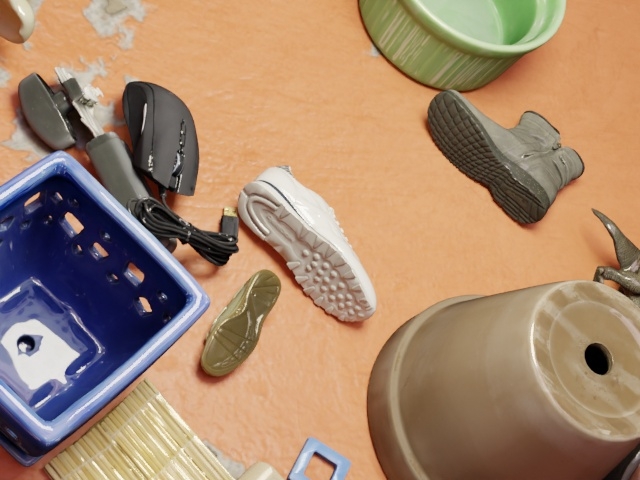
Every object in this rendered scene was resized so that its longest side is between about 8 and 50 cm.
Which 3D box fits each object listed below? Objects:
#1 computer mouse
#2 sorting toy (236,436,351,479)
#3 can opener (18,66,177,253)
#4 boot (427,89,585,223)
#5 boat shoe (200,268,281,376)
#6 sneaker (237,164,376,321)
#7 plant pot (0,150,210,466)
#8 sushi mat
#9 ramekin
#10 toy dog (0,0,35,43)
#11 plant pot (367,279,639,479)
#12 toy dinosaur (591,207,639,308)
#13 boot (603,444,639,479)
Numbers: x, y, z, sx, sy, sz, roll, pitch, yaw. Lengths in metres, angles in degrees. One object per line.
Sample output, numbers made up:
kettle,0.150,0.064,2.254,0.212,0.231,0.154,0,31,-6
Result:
computer mouse,-0.161,-0.093,1.299,0.184,0.060,0.262,33,33,-40
sorting toy,-0.056,0.372,1.155,0.196,0.047,0.347,46,57,2
can opener,-0.272,-0.094,1.281,0.093,0.074,0.280,-34,79,2
boot,0.278,-0.150,1.548,0.246,0.083,0.161,47,50,-4
boat shoe,-0.103,0.102,1.272,0.056,0.048,0.153,37,63,-18
sneaker,0.000,0.000,1.342,0.235,0.090,0.095,51,37,-1
plant pot,-0.294,0.086,1.088,0.236,0.212,0.236,46,58,2
sushi mat,-0.146,0.312,1.115,0.151,0.019,0.316,-39,76,-19
ramekin,0.206,-0.376,1.571,0.303,0.148,0.304,10,62,-20
toy dog,-0.347,-0.494,1.343,0.395,0.285,0.408,25,51,33
plant pot,0.257,0.182,1.250,0.323,0.280,0.323,10,61,-19
toy dinosaur,0.476,0.096,1.502,0.160,0.121,0.314,-11,59,-35
boot,0.472,0.407,1.346,0.280,0.096,0.264,42,56,-2
